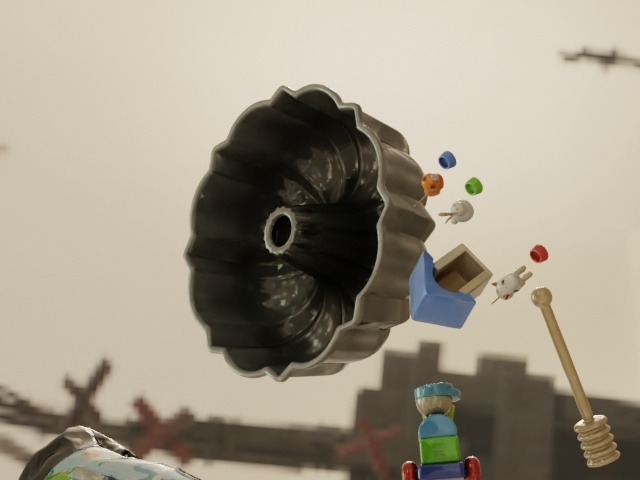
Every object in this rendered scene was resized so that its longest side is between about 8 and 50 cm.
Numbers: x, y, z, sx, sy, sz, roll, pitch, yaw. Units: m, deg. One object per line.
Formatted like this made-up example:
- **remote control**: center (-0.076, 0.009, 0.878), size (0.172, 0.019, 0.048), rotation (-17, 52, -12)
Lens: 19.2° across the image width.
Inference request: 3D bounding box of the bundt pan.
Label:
- **bundt pan**: center (0.000, 0.000, 2.077), size (0.331, 0.124, 0.330), rotation (-16, 68, 45)

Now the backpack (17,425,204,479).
- **backpack**: center (-0.126, 0.332, 1.640), size (0.273, 0.356, 0.290), rotation (-36, -64, -42)

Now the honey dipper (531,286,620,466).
- **honey dipper**: center (0.214, 0.113, 1.598), size (0.030, 0.030, 0.160), rotation (-94, -16, -83)

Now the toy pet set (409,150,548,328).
- **toy pet set**: center (0.105, 0.013, 1.527), size (0.065, 0.122, 0.114), rotation (-34, -19, -32)

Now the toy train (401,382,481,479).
- **toy train**: center (0.165, 0.290, 2.606), size (0.248, 0.105, 0.143), rotation (74, -168, -72)
